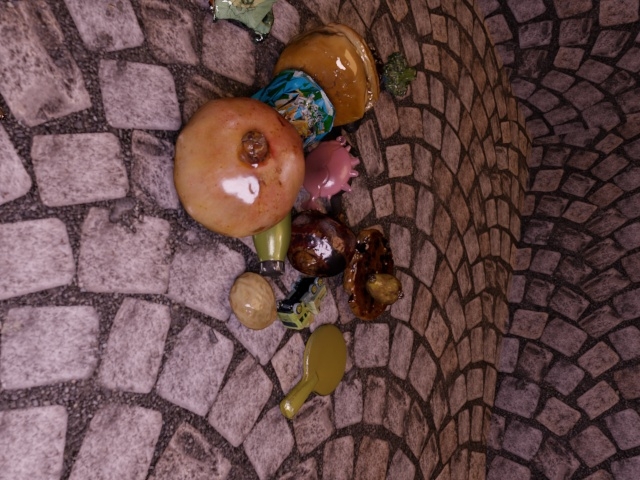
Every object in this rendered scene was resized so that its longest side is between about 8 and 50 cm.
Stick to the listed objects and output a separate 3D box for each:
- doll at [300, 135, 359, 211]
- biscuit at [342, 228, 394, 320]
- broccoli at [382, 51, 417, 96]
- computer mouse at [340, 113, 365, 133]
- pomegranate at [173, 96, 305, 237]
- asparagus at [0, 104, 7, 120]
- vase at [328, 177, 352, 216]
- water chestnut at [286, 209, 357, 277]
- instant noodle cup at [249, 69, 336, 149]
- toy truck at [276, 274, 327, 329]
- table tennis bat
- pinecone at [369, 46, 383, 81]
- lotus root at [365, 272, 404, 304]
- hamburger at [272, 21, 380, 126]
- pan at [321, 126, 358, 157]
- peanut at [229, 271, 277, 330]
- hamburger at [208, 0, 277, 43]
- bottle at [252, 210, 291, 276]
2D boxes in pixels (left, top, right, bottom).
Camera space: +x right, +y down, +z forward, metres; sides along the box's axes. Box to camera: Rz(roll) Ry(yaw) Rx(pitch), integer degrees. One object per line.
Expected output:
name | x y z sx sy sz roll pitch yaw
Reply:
doll | 0.013 -0.209 1.486 0.093 0.211 0.262 37 70 -70
biscuit | 0.172 0.123 1.741 0.289 0.081 0.334 14 80 -50
broccoli | 0.327 -0.673 1.939 0.154 0.160 0.167 -2 106 -51
computer mouse | 0.101 -0.450 1.674 0.217 0.073 0.122 -65 142 -49
pomegranate | -0.184 -0.177 1.137 0.338 0.338 0.339 6 82 -50
asparagus | -0.626 -0.282 0.847 0.165 0.030 0.036 55 21 -31
vase | 0.049 -0.159 1.601 0.120 0.120 0.183 -32 125 -47
water chestnut | 0.000 0.000 1.439 0.223 0.223 0.238 44 56 -39
instant noodle cup | -0.105 -0.336 1.348 0.178 0.240 0.240 -49 123 -32
toy truck | -0.050 0.195 1.463 0.191 0.085 0.116 -49 128 -43
table tennis bat | -0.015 0.420 1.515 0.368 0.054 0.224 -44 120 -48
pinecone | 0.149 -0.634 1.728 0.163 0.162 0.165 41 41 -40
lotus root | 0.210 0.159 1.663 0.190 0.094 0.108 28 68 -38
hamburger | 0.022 -0.484 1.435 0.284 0.304 0.174 55 50 -32
pan | 0.056 -0.369 1.683 0.235 0.028 0.136 41 57 -37
peanut | -0.177 0.168 1.289 0.159 0.109 0.141 52 50 -32
hamburger | -0.196 -0.713 1.315 0.276 0.150 0.261 0 88 -51
bottle | -0.136 -0.031 1.333 0.112 0.112 0.260 15 67 -49
